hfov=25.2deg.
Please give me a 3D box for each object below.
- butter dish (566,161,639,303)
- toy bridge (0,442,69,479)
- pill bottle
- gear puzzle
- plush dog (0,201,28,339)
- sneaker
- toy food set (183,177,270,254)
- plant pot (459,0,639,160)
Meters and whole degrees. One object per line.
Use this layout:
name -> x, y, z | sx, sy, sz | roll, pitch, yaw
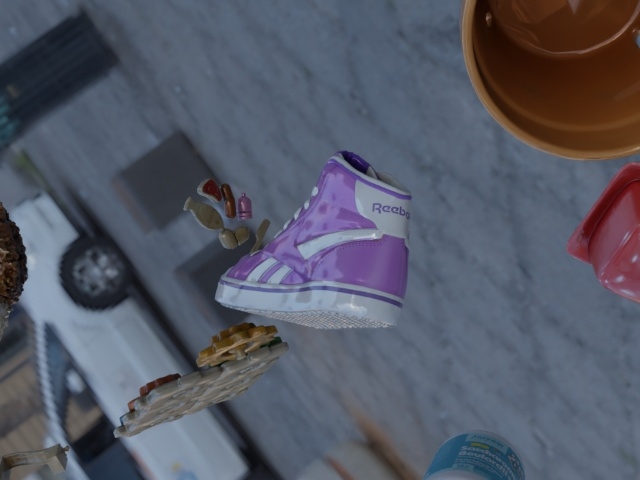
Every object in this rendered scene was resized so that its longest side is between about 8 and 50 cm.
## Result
butter dish -> 0.363, 0.018, 1.529 | 0.160, 0.118, 0.160 | 18, 135, -10
toy bridge -> -0.387, 0.285, 1.724 | 0.063, 0.188, 0.026 | -100, -14, -67
pill bottle -> 0.223, 0.370, 2.114 | 0.146, 0.146, 0.264 | 53, -160, -2
gear puzzle -> -0.130, 0.141, 1.552 | 0.044, 0.176, 0.339 | 67, 159, 11
plush dog -> -0.356, 0.050, 1.138 | 0.225, 0.262, 0.210 | 25, 156, 20
sneaker -> 0.001, 0.000, 1.351 | 0.102, 0.161, 0.282 | 15, 170, -32
toy food set -> -0.117, -0.034, 1.776 | 0.019, 0.078, 0.122 | -5, 141, 46
plant pot -> 0.282, -0.255, 1.512 | 0.291, 0.291, 0.203 | 58, -168, -23
